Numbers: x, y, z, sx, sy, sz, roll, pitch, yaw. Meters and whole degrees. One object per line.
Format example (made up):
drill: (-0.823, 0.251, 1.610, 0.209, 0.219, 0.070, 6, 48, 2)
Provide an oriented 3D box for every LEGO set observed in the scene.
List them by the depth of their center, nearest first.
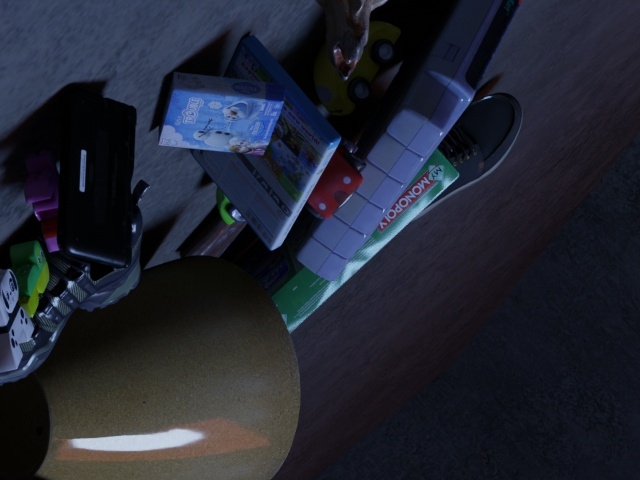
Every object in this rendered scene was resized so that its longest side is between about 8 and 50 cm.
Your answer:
LEGO set: (-0.240, 0.003, 1.360, 0.087, 0.093, 0.227, -12, -156, 10)

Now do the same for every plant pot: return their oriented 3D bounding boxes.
plant pot: (-0.188, 0.144, 1.775, 0.254, 0.237, 0.237, -9, 145, -49)

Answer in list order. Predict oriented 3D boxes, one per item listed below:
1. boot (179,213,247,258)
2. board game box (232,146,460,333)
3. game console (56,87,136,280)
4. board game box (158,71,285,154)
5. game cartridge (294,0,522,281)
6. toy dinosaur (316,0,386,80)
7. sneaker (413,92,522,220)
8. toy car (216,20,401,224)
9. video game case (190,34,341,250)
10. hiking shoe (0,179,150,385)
boot: (-0.083, -0.016, 1.971, 0.114, 0.037, 0.106, -53, 154, 22)
board game box: (0.000, 0.000, 2.050, 0.317, 0.046, 0.213, -43, -166, 6)
game console: (-0.174, -0.039, 1.433, 0.071, 0.122, 0.107, -7, 166, 34)
board game box: (-0.081, -0.101, 1.575, 0.090, 0.090, 0.020, 114, -21, -61)
game cartridge: (0.101, -0.140, 1.847, 0.230, 0.068, 0.355, -48, -172, 42)
toy dinosaur: (0.061, -0.277, 1.355, 0.296, 0.127, 0.200, -54, 179, -17)
sneaker: (0.165, -0.111, 2.393, 0.222, 0.083, 0.118, -42, 168, -9)
toy car: (-0.031, -0.085, 1.765, 0.225, 0.053, 0.239, -34, -151, 41)
video game case: (-0.049, -0.080, 1.649, 0.015, 0.119, 0.166, -29, 162, -34)
hiking shoe: (-0.224, 0.026, 1.564, 0.227, 0.086, 0.114, -41, 156, -45)
